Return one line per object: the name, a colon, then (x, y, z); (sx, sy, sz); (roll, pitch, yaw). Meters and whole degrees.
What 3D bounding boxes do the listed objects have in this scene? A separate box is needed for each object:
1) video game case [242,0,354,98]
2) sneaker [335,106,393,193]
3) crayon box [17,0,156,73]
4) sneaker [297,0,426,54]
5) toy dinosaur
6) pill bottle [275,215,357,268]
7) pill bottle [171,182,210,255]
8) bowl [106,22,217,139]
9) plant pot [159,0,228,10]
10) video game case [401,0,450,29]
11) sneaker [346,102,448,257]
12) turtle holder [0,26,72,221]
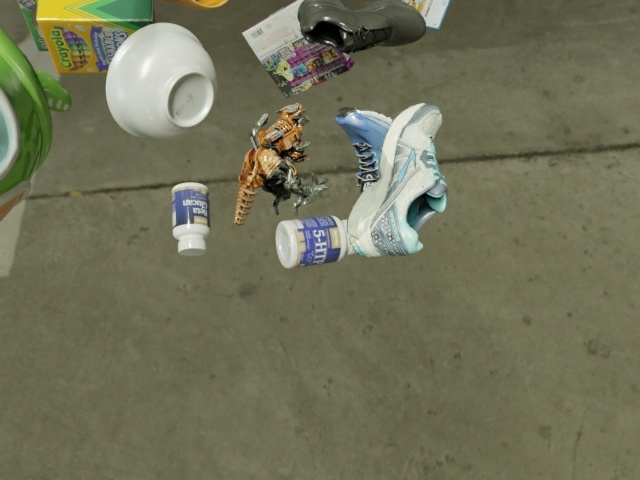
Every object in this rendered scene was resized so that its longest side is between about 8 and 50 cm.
video game case: (-0.059, -0.495, 1.554); (0.232, 0.210, 0.042); (-14, 33, 40)
sneaker: (0.140, -0.174, 1.372); (0.147, 0.330, 0.129); (-55, 36, -9)
crayon box: (-0.587, -0.525, 1.555); (0.323, 0.203, 0.083); (-3, 67, -10)
sneaker: (0.090, -0.458, 1.324); (0.286, 0.109, 0.130); (1, 47, 0)
toy dinosaur: (-0.117, -0.176, 1.461); (0.322, 0.218, 0.164); (-46, 38, -3)
pill bottle: (0.000, 0.000, 1.400); (0.186, 0.112, 0.112); (-8, 45, -23)
pill bottle: (-0.323, -0.051, 1.509); (0.094, 0.094, 0.169); (-7, 73, 4)
bowl: (-0.356, -0.366, 1.474); (0.134, 0.298, 0.298); (32, 61, 32)
plant pot: (-0.348, -0.683, 1.525); (0.188, 0.205, 0.205); (9, 49, 41)
video game case: (0.346, -0.787, 2.045); (0.166, 0.015, 0.119); (23, 93, 26)
sneaker: (0.154, -0.092, 0.947); (0.122, 0.110, 0.283); (9, 67, 36)
turtle holder: (-0.369, -0.113, 0.464); (0.243, 0.320, 0.227); (2, 50, 4)
